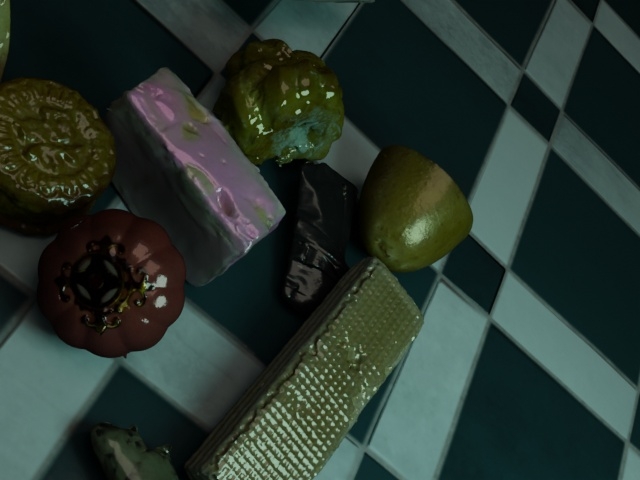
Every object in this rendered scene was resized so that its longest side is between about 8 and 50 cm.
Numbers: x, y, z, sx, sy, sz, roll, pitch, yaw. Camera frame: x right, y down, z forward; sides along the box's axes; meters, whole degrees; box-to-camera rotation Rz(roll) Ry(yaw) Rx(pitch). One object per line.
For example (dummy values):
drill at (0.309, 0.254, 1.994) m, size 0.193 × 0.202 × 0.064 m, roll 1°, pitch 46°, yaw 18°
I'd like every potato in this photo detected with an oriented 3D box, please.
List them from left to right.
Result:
potato at (0.128, -0.029, 1.452) m, size 0.158 × 0.178 × 0.203 m, roll -47°, pitch 137°, yaw -28°

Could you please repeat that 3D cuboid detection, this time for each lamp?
lamp at (-0.251, 0.052, 1.112) m, size 0.182 × 0.140 × 0.182 m, roll 0°, pitch 90°, yaw 1°

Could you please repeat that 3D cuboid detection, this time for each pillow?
pillow at (-0.189, 0.315, 1.086) m, size 0.093 × 0.051 × 0.241 m, roll -23°, pitch 82°, yaw -38°

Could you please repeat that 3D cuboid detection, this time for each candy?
candy at (-0.182, -0.084, 1.231) m, size 0.265 × 0.155 × 0.116 m, roll 53°, pitch 50°, yaw -3°

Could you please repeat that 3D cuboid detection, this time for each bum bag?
bum bag at (0.000, 0.000, 1.396) m, size 0.123 × 0.060 × 0.248 m, roll 22°, pitch 57°, yaw -30°

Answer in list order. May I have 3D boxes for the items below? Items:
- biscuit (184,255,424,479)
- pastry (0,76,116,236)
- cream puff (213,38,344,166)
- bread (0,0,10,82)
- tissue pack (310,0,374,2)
biscuit at (-0.003, 0.201, 1.242) m, size 0.144 × 0.078 × 0.426 m, roll 52°, pitch 54°, yaw -15°
pastry at (-0.352, -0.104, 1.142) m, size 0.188 × 0.103 × 0.189 m, roll 18°, pitch 58°, yaw -31°
cream puff at (-0.064, -0.221, 1.390) m, size 0.221 × 0.194 × 0.195 m, roll -6°, pitch 71°, yaw -45°
bread at (-0.509, -0.296, 1.125) m, size 0.211 × 0.224 × 0.183 m, roll 29°, pitch 50°, yaw 22°
tissue pack at (-0.034, -0.505, 1.530) m, size 0.305 × 0.238 × 0.239 m, roll -9°, pitch 73°, yaw -42°
